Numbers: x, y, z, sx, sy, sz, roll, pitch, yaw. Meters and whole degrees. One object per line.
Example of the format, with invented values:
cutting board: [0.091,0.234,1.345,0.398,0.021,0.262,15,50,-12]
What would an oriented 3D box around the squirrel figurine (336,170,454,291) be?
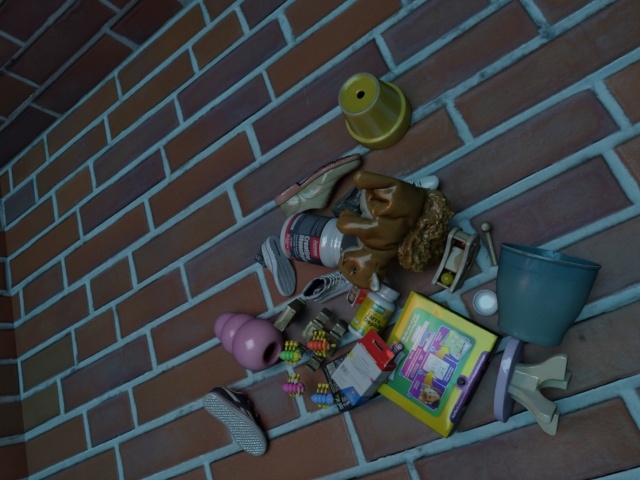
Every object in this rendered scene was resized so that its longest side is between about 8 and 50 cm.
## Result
squirrel figurine: [0.241,-0.006,1.546,0.396,0.281,0.371,12,93,-3]

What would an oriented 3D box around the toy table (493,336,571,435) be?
toy table: [0.615,0.427,1.347,0.160,0.252,0.275,13,124,37]

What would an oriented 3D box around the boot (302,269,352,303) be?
boot: [0.053,0.160,1.761,0.258,0.123,0.095,-36,65,18]

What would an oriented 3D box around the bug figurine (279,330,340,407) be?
bug figurine: [-0.043,0.473,1.670,0.216,0.072,0.279,-5,89,19]

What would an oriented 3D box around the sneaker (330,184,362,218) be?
sneaker: [0.154,-0.143,1.792,0.227,0.087,0.130,-42,65,19]

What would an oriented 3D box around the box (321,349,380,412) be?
box: [0.109,0.509,1.687,0.147,0.077,0.180,-34,65,19]

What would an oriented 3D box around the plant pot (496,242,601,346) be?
plant pot: [0.643,0.161,1.373,0.271,0.271,0.256,16,101,30]

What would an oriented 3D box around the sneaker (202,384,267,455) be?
sneaker: [-0.319,0.708,1.868,0.321,0.127,0.126,46,110,3]

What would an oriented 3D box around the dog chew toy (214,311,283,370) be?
dog chew toy: [-0.306,0.389,1.880,0.331,0.206,0.207,19,90,39]

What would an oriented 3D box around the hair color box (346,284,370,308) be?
hair color box: [0.151,0.175,1.719,0.141,0.043,0.072,-68,24,16]

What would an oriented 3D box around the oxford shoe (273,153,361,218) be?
oxford shoe: [0.009,-0.215,1.883,0.396,0.140,0.147,-30,98,16]

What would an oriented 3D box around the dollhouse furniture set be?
dollhouse furniture set: [-0.039,0.344,1.795,0.242,0.161,0.212,36,99,7]

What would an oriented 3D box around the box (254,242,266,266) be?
box: [-0.241,0.064,2.004,0.067,0.018,0.083,34,97,30]

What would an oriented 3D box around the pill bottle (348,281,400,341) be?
pill bottle: [0.198,0.255,1.666,0.117,0.117,0.209,34,96,30]

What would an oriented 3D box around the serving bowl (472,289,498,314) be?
serving bowl: [0.549,0.206,1.535,0.083,0.027,0.084,-6,78,28]

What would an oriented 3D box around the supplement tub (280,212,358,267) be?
supplement tub: [0.000,0.000,1.781,0.272,0.191,0.191,10,85,32]

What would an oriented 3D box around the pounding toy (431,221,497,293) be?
pounding toy: [0.490,0.054,1.525,0.154,0.154,0.270,27,94,30]

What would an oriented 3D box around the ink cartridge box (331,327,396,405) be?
ink cartridge box: [0.159,0.425,1.567,0.231,0.078,0.134,-54,51,14]

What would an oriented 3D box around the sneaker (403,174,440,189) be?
sneaker: [0.313,-0.182,1.680,0.237,0.086,0.085,-16,68,23]

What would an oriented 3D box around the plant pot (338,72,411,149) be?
plant pot: [0.191,-0.502,1.754,0.253,0.239,0.254,-6,78,27]

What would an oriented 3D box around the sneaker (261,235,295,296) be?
sneaker: [-0.175,0.110,1.928,0.091,0.094,0.258,-32,70,55]

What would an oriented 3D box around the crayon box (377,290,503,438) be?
crayon box: [0.373,0.401,1.548,0.313,0.106,0.363,28,95,32]
